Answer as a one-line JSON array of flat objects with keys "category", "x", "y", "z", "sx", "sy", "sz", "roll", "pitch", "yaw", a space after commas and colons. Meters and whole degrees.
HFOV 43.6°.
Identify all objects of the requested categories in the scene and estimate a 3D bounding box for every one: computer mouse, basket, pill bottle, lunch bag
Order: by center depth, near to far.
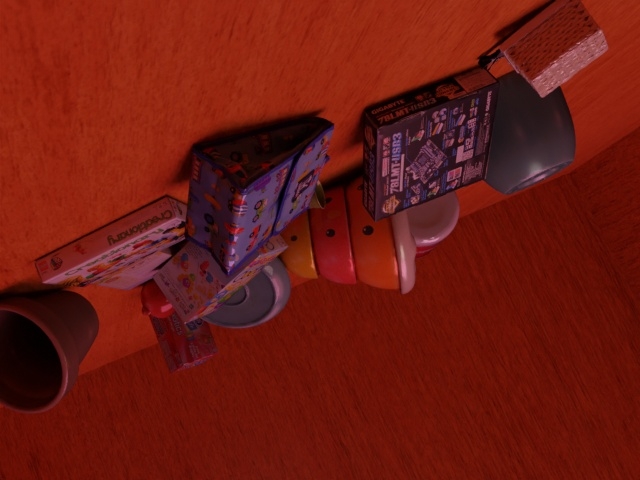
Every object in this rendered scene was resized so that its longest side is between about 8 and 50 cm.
[{"category": "lunch bag", "x": -0.096, "y": -0.107, "z": 1.493, "sx": 0.293, "sy": 0.138, "sz": 0.221, "roll": -32, "pitch": 151, "yaw": -37}, {"category": "basket", "x": 0.441, "y": -0.362, "z": 1.501, "sx": 0.167, "sy": 0.103, "sz": 0.113, "roll": -36, "pitch": 156, "yaw": 17}, {"category": "computer mouse", "x": 0.413, "y": -0.385, "z": 1.629, "sx": 0.193, "sy": 0.042, "sz": 0.106, "roll": -9, "pitch": 158, "yaw": -42}, {"category": "pill bottle", "x": 0.293, "y": -0.063, "z": 2.555, "sx": 0.229, "sy": 0.229, "sz": 0.407, "roll": -24, "pitch": 171, "yaw": -6}]

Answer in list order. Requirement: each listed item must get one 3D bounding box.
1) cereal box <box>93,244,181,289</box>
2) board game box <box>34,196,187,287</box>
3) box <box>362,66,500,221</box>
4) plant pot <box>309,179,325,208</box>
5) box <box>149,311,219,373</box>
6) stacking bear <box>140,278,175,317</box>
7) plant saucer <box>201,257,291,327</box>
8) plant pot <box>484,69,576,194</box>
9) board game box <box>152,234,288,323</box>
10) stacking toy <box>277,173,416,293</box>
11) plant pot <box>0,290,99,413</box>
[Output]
[{"category": "cereal box", "x": -0.431, "y": 0.056, "z": 1.890, "sx": 0.173, "sy": 0.047, "sz": 0.240, "roll": -27, "pitch": 171, "yaw": 2}, {"category": "board game box", "x": -0.408, "y": 0.008, "z": 1.661, "sx": 0.305, "sy": 0.053, "sz": 0.193, "roll": -26, "pitch": 171, "yaw": 6}, {"category": "box", "x": 0.233, "y": -0.201, "z": 1.728, "sx": 0.293, "sy": 0.073, "sz": 0.295, "roll": -21, "pitch": 143, "yaw": -13}, {"category": "plant pot", "x": -0.039, "y": -0.107, "z": 1.938, "sx": 0.079, "sy": 0.083, "sz": 0.083, "roll": -14, "pitch": 174, "yaw": 14}, {"category": "box", "x": -0.416, "y": 0.247, "z": 2.363, "sx": 0.123, "sy": 0.257, "sz": 0.128, "roll": -16, "pitch": 168, "yaw": -33}, {"category": "stacking bear", "x": -0.359, "y": 0.137, "z": 2.232, "sx": 0.289, "sy": 0.175, "sz": 0.164, "roll": -16, "pitch": 145, "yaw": 4}, {"category": "plant saucer", "x": -0.237, "y": 0.123, "z": 2.088, "sx": 0.317, "sy": 0.317, "sz": 0.043, "roll": -29, "pitch": -150, "yaw": 27}, {"category": "plant pot", "x": 0.477, "y": -0.253, "z": 1.937, "sx": 0.293, "sy": 0.235, "sz": 0.293, "roll": -24, "pitch": 170, "yaw": -4}, {"category": "board game box", "x": -0.238, "y": 0.050, "z": 1.899, "sx": 0.275, "sy": 0.144, "sz": 0.142, "roll": -41, "pitch": 170, "yaw": 25}, {"category": "stacking toy", "x": 0.000, "y": 0.000, "z": 2.105, "sx": 0.480, "sy": 0.350, "sz": 0.350, "roll": -10, "pitch": 171, "yaw": 3}, {"category": "plant pot", "x": -0.624, "y": 0.225, "z": 1.820, "sx": 0.263, "sy": 0.263, "sz": 0.229, "roll": -29, "pitch": -173, "yaw": 24}]
